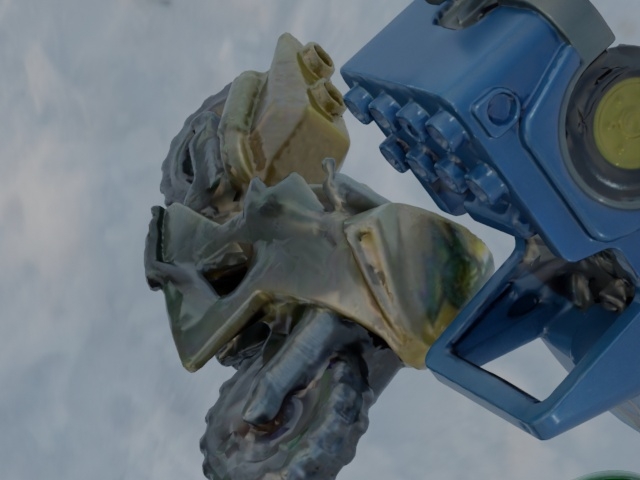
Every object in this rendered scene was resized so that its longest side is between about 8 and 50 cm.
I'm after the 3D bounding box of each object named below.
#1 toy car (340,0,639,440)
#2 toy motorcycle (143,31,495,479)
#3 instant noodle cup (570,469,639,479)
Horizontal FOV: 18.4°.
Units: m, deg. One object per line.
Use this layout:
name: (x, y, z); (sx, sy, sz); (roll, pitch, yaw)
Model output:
toy car: (0.075, 0.003, 0.621); (0.100, 0.097, 0.191); (-43, 113, -9)
toy motorcycle: (0.000, 0.000, 0.764); (0.130, 0.229, 0.094); (-40, 126, 21)
instant noodle cup: (0.290, 0.342, 1.713); (0.207, 0.232, 0.207); (-9, 113, -21)
